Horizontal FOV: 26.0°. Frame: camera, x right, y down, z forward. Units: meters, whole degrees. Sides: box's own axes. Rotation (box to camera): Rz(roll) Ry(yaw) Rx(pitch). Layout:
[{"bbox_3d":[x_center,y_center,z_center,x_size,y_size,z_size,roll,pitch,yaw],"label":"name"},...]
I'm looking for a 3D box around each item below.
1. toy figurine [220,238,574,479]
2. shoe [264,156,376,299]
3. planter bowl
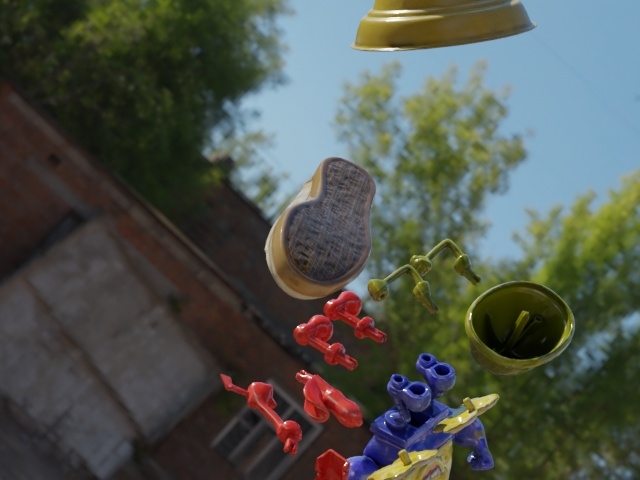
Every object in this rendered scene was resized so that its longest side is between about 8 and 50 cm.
[{"bbox_3d":[0.071,0.180,1.297,0.191,0.362,0.217,28,-52,27],"label":"toy figurine"},{"bbox_3d":[0.000,0.000,1.105,0.076,0.058,0.219,32,26,-2],"label":"shoe"},{"bbox_3d":[0.137,-0.279,1.594,0.217,0.217,0.090,-157,-123,-64],"label":"planter bowl"}]
